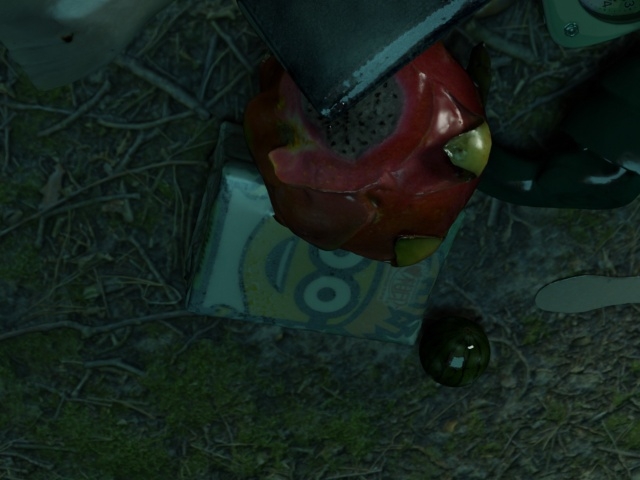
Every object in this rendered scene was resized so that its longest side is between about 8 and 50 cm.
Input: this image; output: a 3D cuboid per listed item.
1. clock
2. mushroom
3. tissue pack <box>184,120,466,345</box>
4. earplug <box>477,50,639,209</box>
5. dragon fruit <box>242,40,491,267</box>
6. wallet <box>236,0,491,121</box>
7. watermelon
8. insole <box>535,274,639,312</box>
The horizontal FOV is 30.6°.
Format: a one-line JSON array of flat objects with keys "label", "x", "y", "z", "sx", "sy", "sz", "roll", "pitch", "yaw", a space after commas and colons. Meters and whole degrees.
[{"label": "clock", "x": 0.340, "y": -0.309, "z": 1.295, "sx": 0.210, "sy": 0.066, "sz": 0.159, "roll": -13, "pitch": 126, "yaw": 6}, {"label": "mushroom", "x": -0.212, "y": -0.279, "z": 1.272, "sx": 0.328, "sy": 0.122, "sz": 0.159, "roll": -22, "pitch": 161, "yaw": 13}, {"label": "tissue pack", "x": 0.000, "y": 0.000, "z": 1.468, "sx": 0.310, "sy": 0.128, "sz": 0.228, "roll": 10, "pitch": 125, "yaw": -12}, {"label": "earplug", "x": 0.324, "y": -0.130, "z": 1.398, "sx": 0.257, "sy": 0.164, "sz": 0.280, "roll": 40, "pitch": 108, "yaw": 14}, {"label": "dragon fruit", "x": 0.051, "y": -0.126, "z": 1.272, "sx": 0.290, "sy": 0.291, "sz": 0.189, "roll": -3, "pitch": 167, "yaw": -1}, {"label": "wallet", "x": 0.106, "y": -0.295, "z": 1.179, "sx": 0.379, "sy": 0.191, "sz": 0.046, "roll": -36, "pitch": 158, "yaw": 6}, {"label": "watermelon", "x": 0.184, "y": 0.158, "z": 1.610, "sx": 0.109, "sy": 0.109, "sz": 0.109, "roll": -1, "pitch": 126, "yaw": -2}, {"label": "insole", "x": 0.395, "y": 0.070, "z": 1.614, "sx": 0.197, "sy": 0.004, "sz": 0.065, "roll": -6, "pitch": 126, "yaw": 1}]
